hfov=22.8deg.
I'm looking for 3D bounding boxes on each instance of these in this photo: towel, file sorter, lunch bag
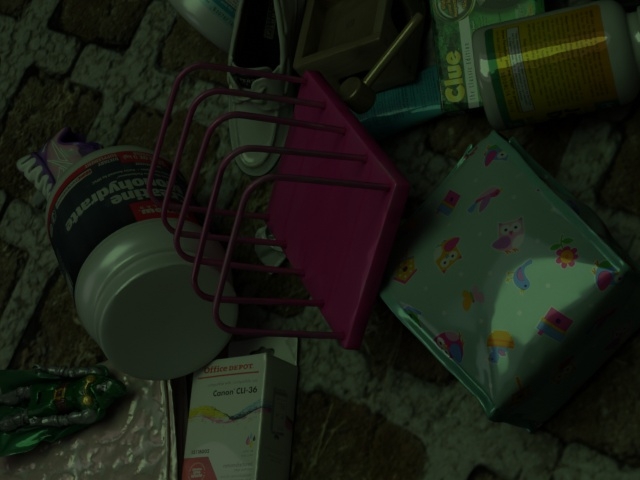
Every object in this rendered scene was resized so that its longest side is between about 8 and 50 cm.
[{"bbox_3d":[-0.305,0.312,1.994,0.332,0.053,0.317,-19,60,29],"label":"towel"},{"bbox_3d":[-0.060,-0.046,1.730,0.290,0.182,0.202,-124,44,-54],"label":"file sorter"},{"bbox_3d":[0.194,0.036,1.668,0.223,0.160,0.262,-49,56,11],"label":"lunch bag"}]

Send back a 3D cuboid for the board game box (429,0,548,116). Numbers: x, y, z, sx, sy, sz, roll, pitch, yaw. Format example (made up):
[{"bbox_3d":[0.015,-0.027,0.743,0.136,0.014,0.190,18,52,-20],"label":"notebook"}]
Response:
[{"bbox_3d":[0.191,-0.279,1.818,0.136,0.030,0.259,-7,83,15],"label":"board game box"}]

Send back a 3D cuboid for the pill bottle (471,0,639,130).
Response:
[{"bbox_3d":[0.276,-0.194,1.709,0.208,0.117,0.117,-12,63,13],"label":"pill bottle"}]

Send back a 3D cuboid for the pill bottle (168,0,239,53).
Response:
[{"bbox_3d":[-0.070,-0.376,2.046,0.264,0.146,0.146,-47,50,11],"label":"pill bottle"}]

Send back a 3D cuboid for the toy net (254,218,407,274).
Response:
[{"bbox_3d":[0.000,0.000,1.900,0.232,0.045,0.122,18,83,40],"label":"toy net"}]

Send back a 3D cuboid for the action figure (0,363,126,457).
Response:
[{"bbox_3d":[-0.339,0.202,1.994,0.232,0.063,0.137,-14,60,28],"label":"action figure"}]

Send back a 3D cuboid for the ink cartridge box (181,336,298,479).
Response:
[{"bbox_3d":[-0.094,0.201,1.870,0.115,0.067,0.198,-10,65,34],"label":"ink cartridge box"}]

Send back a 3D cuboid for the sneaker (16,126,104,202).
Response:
[{"bbox_3d":[-0.320,-0.079,2.149,0.104,0.095,0.236,-48,49,1],"label":"sneaker"}]

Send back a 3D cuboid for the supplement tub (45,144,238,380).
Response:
[{"bbox_3d":[-0.218,0.023,1.928,0.191,0.191,0.272,-47,38,11],"label":"supplement tub"}]

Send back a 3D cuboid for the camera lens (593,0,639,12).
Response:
[{"bbox_3d":[0.301,-0.389,1.687,0.219,0.274,0.219,-15,62,31],"label":"camera lens"}]

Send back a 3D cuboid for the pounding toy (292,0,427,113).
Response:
[{"bbox_3d":[0.068,-0.219,1.887,0.181,0.094,0.206,-15,48,33],"label":"pounding toy"}]

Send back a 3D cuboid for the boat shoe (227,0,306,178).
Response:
[{"bbox_3d":[-0.074,-0.205,1.959,0.096,0.088,0.267,17,105,22],"label":"boat shoe"}]

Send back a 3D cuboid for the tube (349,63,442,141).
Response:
[{"bbox_3d":[0.076,-0.153,1.909,0.207,0.052,0.080,-22,59,22],"label":"tube"}]
